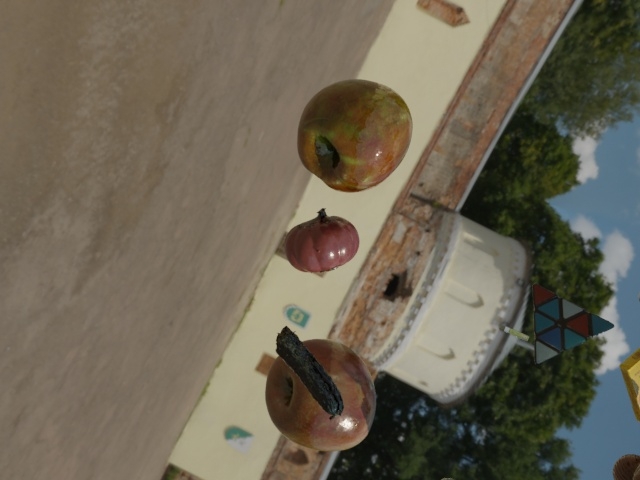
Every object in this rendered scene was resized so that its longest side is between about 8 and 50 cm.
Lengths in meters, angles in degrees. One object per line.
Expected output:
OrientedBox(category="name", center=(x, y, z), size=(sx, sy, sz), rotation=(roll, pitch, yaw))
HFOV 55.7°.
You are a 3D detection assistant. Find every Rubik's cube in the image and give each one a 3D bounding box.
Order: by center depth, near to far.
OrientedBox(category="Rubik's cube", center=(0.730, 0.296, 1.958), size=(0.234, 0.250, 0.284), rotation=(-41, -177, -32))

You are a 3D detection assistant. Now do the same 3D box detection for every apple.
OrientedBox(category="apple", center=(0.081, -0.233, 1.337), size=(0.226, 0.246, 0.246), rotation=(-35, 162, -34))
OrientedBox(category="apple", center=(-0.006, 0.441, 1.729), size=(0.319, 0.277, 0.320), rotation=(-6, -97, 57))

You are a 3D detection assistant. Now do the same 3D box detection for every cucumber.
OrientedBox(category="cucumber", center=(-0.018, 0.227, 1.046), size=(0.053, 0.181, 0.053), rotation=(-38, 169, -9))

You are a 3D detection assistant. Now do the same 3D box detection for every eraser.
OrientedBox(category="eraser", center=(0.586, 0.279, 1.834), size=(0.038, 0.083, 0.019), rotation=(-158, -88, -82))

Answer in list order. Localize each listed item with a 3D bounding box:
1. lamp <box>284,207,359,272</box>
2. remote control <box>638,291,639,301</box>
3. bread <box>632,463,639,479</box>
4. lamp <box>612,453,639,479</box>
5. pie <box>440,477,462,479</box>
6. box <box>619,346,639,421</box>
OrientedBox(category="lamp", center=(0.000, 0.000, 1.417), size=(0.182, 0.181, 0.140), rotation=(-62, 137, -77))
OrientedBox(category="remote control", center=(0.976, 0.150, 1.800), size=(0.152, 0.043, 0.027), rotation=(58, 39, -54))
OrientedBox(category="bread", center=(1.065, 0.705, 1.735), size=(0.250, 0.279, 0.225), rotation=(-34, -128, 32))
OrientedBox(category="lamp", center=(1.008, 0.755, 1.938), size=(0.136, 0.136, 0.136), rotation=(-64, 180, -1))
OrientedBox(category="pie", center=(0.404, 0.720, 1.525), size=(0.067, 0.302, 0.303), rotation=(-39, 164, -38))
OrientedBox(category="box", center=(1.057, 0.457, 1.953), size=(0.152, 0.269, 0.043), rotation=(-36, -153, -10))
